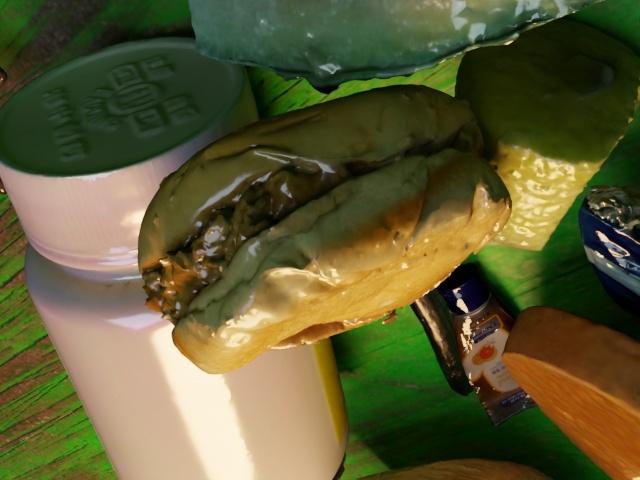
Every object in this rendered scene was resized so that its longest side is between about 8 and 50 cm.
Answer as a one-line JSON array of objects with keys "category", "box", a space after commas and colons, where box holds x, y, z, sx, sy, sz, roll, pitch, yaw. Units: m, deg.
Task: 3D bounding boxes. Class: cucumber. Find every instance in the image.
[{"category": "cucumber", "box": [0.099, 0.066, 0.812, 0.036, 0.033, 0.184, -21, 120, 10]}]

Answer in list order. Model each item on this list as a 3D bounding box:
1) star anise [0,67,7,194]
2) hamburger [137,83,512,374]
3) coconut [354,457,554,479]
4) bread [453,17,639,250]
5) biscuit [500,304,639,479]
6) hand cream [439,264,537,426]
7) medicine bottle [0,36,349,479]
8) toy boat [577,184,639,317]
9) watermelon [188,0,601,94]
[{"category": "star anise", "box": [-0.405, -0.148, 0.819, 0.315, 0.108, 0.315, 16, 135, 17]}, {"category": "hamburger", "box": [0.000, -0.001, 0.554, 0.214, 0.214, 0.108, -40, 66, 44]}, {"category": "coconut", "box": [0.134, 0.336, 0.854, 0.297, 0.297, 0.254, 46, 143, -17]}, {"category": "bread", "box": [0.135, -0.071, 0.609, 0.111, 0.129, 0.114, 33, 144, 19]}, {"category": "biscuit", "box": [0.303, 0.182, 0.667, 0.385, 0.062, 0.365, 43, 172, -19]}, {"category": "hand cream", "box": [0.145, 0.091, 0.804, 0.062, 0.039, 0.163, -29, 117, 3]}, {"category": "medicine bottle", "box": [-0.107, 0.051, 0.770, 0.213, 0.213, 0.378, 6, 132, 22]}, {"category": "toy boat", "box": [0.285, -0.054, 0.570, 0.220, 0.067, 0.291, 11, 130, -11]}, {"category": "watermelon", "box": [0.043, -0.245, 0.501, 0.264, 0.151, 0.302, -3, 110, 32]}]
